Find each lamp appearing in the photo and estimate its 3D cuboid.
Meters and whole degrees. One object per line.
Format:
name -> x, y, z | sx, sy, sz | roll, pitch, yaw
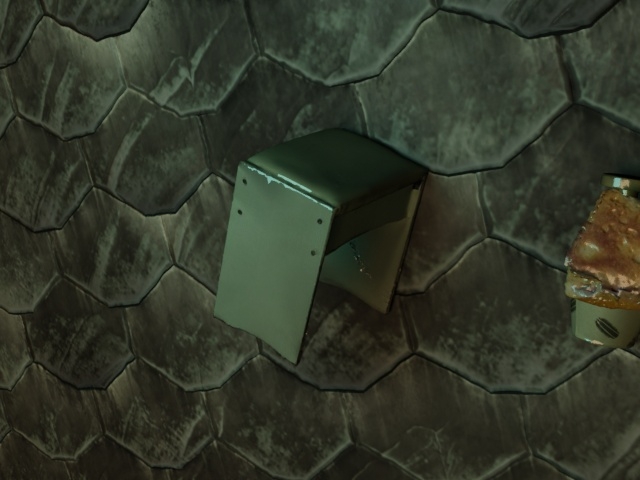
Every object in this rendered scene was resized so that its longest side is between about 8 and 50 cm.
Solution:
lamp -> 0.380, 0.025, 1.359 | 0.121, 0.121, 0.215 | 14, 100, 34

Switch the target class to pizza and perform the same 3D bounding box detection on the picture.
pizza -> 0.428, -0.001, 1.255 | 0.305, 0.085, 0.161 | -20, 61, 4

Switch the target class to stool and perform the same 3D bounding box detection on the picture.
stool -> 0.000, 0.000, 1.561 | 0.170, 0.243, 0.270 | 28, 122, 28
